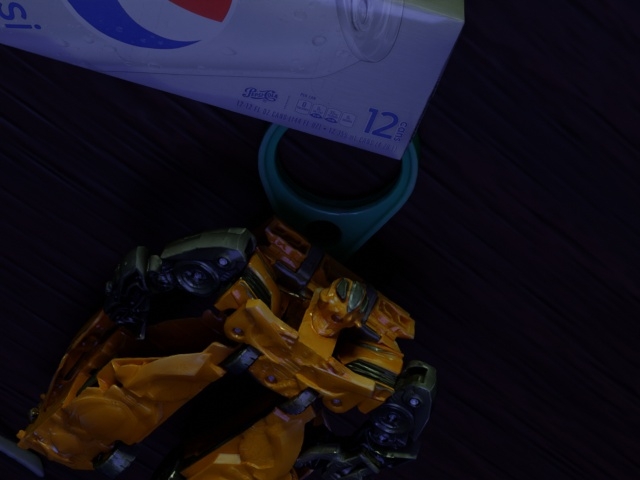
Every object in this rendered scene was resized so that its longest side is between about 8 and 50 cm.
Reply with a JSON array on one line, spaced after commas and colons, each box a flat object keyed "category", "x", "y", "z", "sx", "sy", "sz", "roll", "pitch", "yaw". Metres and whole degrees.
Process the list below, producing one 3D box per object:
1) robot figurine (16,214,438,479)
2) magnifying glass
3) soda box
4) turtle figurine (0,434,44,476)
[{"category": "robot figurine", "x": -0.061, "y": 0.089, "z": 0.852, "sx": 0.211, "sy": 0.085, "sz": 0.291, "roll": 37, "pitch": 133, "yaw": -15}, {"category": "magnifying glass", "x": 0.000, "y": 0.000, "z": 0.829, "sx": 0.092, "sy": 0.026, "sz": 0.231, "roll": 10, "pitch": 134, "yaw": -3}, {"category": "soda box", "x": -0.077, "y": -0.137, "z": 0.661, "sx": 0.286, "sy": 0.098, "sz": 0.091, "roll": 16, "pitch": 132, "yaw": -8}, {"category": "turtle figurine", "x": -0.368, "y": 0.105, "z": 0.918, "sx": 0.198, "sy": 0.275, "sz": 0.266, "roll": 6, "pitch": 116, "yaw": 31}]
